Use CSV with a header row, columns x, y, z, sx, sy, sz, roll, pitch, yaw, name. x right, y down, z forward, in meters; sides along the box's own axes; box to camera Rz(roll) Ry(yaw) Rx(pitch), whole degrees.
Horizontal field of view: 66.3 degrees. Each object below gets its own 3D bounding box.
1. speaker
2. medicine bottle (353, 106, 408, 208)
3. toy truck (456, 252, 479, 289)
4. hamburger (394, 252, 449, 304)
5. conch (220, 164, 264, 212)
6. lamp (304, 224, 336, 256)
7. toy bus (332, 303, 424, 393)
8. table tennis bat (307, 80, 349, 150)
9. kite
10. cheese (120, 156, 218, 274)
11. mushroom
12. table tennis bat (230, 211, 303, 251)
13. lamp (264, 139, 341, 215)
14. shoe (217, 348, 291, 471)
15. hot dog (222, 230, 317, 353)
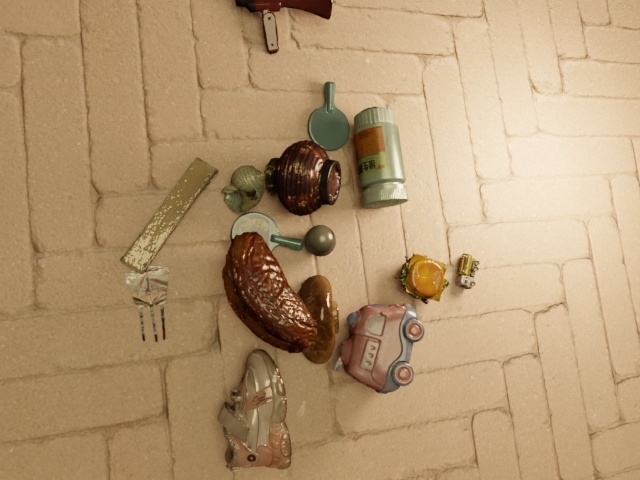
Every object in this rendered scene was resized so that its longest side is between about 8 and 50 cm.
x,y,z,sx,sy,sz,roll,pitch,yaw,name
-0.121,-0.804,1.679,0.330,0.198,0.259,-11,126,-4,speaker
0.201,-0.278,1.670,0.158,0.158,0.318,-4,84,-18,medicine bottle
0.529,0.111,1.773,0.063,0.052,0.123,18,76,-10,toy truck
0.352,0.130,1.693,0.190,0.093,0.164,29,77,-10,hamburger
-0.230,-0.163,1.540,0.102,0.153,0.135,-14,76,-44,conch
0.000,0.000,1.595,0.105,0.105,0.105,2,82,-17,lamp
0.181,0.329,1.568,0.232,0.197,0.294,17,79,-4,toy bus
0.031,-0.433,1.703,0.153,0.040,0.244,2,86,-18,table tennis bat
-0.510,0.188,1.458,0.127,0.016,0.229,-4,81,-15,kite
-0.458,-0.082,1.497,0.085,0.034,0.400,34,73,-6,cheese
-0.001,0.248,1.535,0.156,0.151,0.285,-1,82,-16,mushroom
-0.171,-0.009,1.581,0.237,0.038,0.149,14,78,-12,table tennis bat
-0.057,-0.196,1.548,0.247,0.247,0.247,2,82,-17,lamp
-0.199,0.501,1.427,0.198,0.172,0.351,-7,83,-15,shoe
-0.165,0.163,1.429,0.174,0.267,0.387,-30,80,-20,hot dog
